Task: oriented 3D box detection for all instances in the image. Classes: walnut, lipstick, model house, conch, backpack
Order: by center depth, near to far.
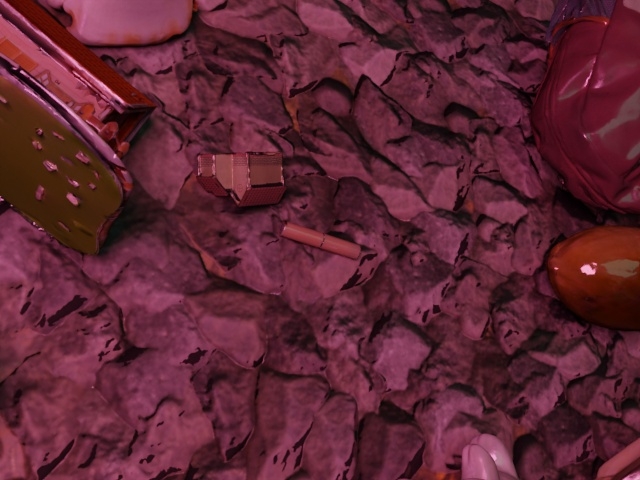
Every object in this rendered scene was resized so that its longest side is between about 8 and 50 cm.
[{"bbox_3d":[-0.254,-0.150,0.587,0.294,0.207,0.154,40,56,-9],"label":"model house"},{"bbox_3d":[-0.220,-0.260,0.731,0.176,0.094,0.105,18,46,-49],"label":"conch"},{"bbox_3d":[-0.083,-0.065,0.732,0.083,0.057,0.058,-11,103,-48],"label":"model house"},{"bbox_3d":[0.000,0.000,0.763,0.094,0.019,0.019,18,64,-19],"label":"lipstick"},{"bbox_3d":[0.393,0.050,0.874,0.245,0.137,0.137,10,67,-13],"label":"walnut"},{"bbox_3d":[0.410,-0.180,0.934,0.283,0.197,0.317,32,66,-14],"label":"backpack"}]

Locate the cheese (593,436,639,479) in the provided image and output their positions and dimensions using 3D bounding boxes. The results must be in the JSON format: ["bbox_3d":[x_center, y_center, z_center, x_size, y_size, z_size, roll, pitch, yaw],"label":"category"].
[{"bbox_3d":[0.415,0.316,0.730,0.266,0.127,0.233,-39,65,0],"label":"cheese"}]

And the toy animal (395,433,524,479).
[{"bbox_3d":[0.149,0.290,0.603,0.289,0.249,0.174,29,94,-39],"label":"toy animal"}]
